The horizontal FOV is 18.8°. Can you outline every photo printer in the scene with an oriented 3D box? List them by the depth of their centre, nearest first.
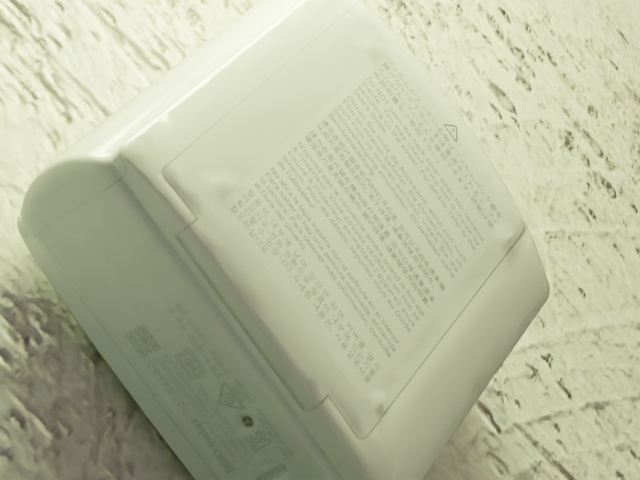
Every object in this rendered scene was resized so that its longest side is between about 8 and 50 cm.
[{"bbox_3d":[0.000,0.000,1.078,0.256,0.107,0.307,54,37,-9],"label":"photo printer"}]
